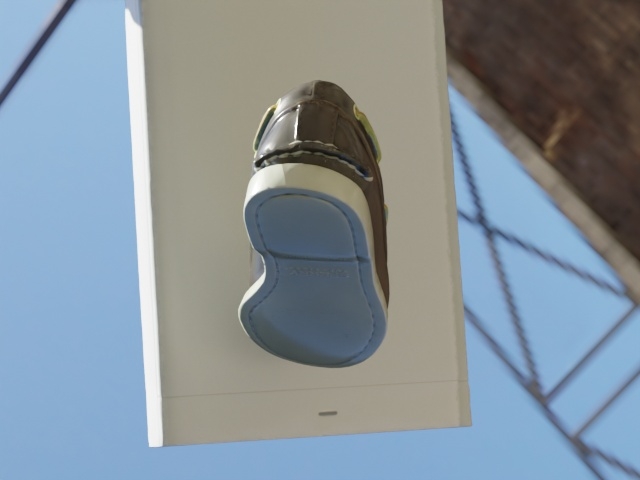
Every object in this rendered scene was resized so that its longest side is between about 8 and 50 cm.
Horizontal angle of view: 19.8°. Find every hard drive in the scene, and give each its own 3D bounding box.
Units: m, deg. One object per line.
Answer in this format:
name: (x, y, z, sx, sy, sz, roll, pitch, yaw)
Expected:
hard drive: (-0.013, -0.034, 1.116, 0.203, 0.040, 0.307, -1, -96, -24)

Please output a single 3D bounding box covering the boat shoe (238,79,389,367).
boat shoe: (0.000, 0.000, 0.965, 0.081, 0.227, 0.068, 7, -116, 2)
